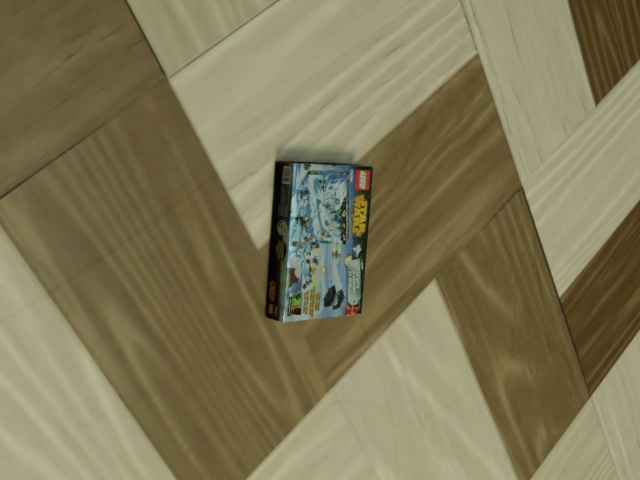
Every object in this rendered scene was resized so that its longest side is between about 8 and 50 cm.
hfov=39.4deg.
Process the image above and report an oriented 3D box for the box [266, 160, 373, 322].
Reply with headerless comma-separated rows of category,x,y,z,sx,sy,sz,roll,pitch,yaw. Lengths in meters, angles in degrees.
box,0.000,0.000,0.783,0.094,0.027,0.137,-1,99,-41
